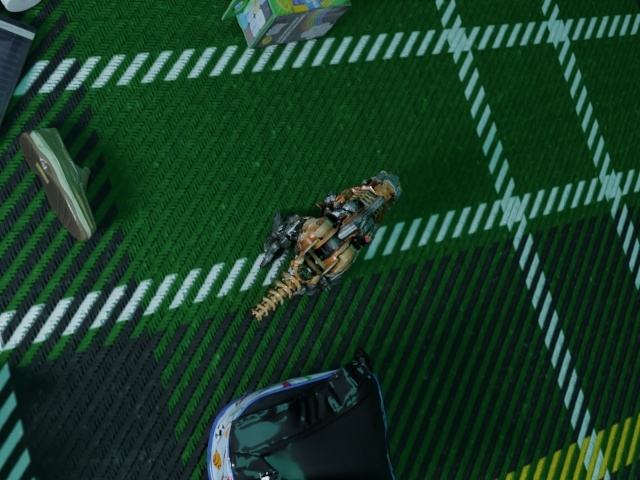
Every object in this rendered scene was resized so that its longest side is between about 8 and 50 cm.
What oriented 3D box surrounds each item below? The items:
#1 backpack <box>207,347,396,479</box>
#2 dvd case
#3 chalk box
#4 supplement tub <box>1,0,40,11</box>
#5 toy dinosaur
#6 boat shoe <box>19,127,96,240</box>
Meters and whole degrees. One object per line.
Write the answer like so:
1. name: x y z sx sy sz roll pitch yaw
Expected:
1. backpack: -0.036 0.324 1.094 0.263 0.213 0.277 -2 71 -34
2. dvd case: -0.550 -0.261 1.107 0.164 0.018 0.221 18 70 -19
3. chalk box: -0.079 -0.440 1.313 0.213 0.132 0.132 -17 85 -29
4. supplement tub: -0.492 -0.426 1.148 0.071 0.071 0.107 -32 91 -28
5. toy dinosaur: 0.000 0.000 1.188 0.322 0.218 0.164 -22 88 -28
6. boat shoe: -0.385 -0.093 1.119 0.072 0.068 0.190 -27 89 -40
